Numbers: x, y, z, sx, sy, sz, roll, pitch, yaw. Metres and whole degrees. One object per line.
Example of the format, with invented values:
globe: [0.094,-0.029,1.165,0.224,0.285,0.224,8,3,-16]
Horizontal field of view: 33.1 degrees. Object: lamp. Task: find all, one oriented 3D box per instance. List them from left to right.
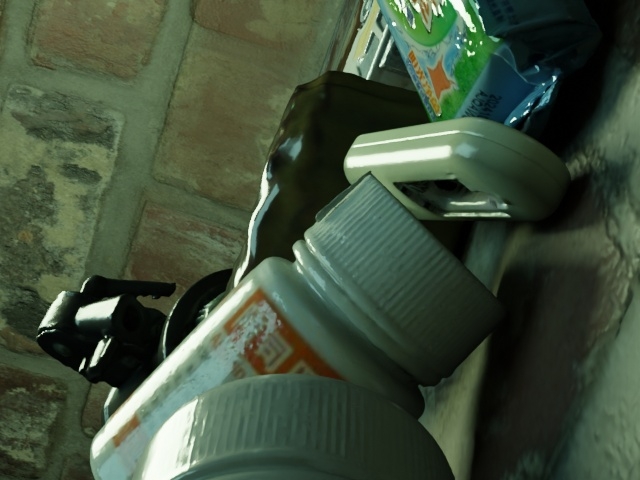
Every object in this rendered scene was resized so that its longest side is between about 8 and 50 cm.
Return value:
lamp: [-0.091,0.163,1.134,0.272,0.374,0.205,-19,39,41]

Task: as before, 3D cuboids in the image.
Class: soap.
soap: [0.086,-0.187,0.714,0.156,0.077,0.293,111,138,-68]

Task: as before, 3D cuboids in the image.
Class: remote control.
remote control: [0.079,-0.040,0.693,0.042,0.078,0.221,-62,19,-10]

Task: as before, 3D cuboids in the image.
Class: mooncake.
mooncake: [0.014,0.001,0.930,0.290,0.161,0.290,-162,90,-85]

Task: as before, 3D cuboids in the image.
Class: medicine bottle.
medicine bottle: [-0.019,0.221,0.438,0.340,0.208,0.208,-84,13,-61]
medicine bottle: [-0.013,0.087,0.674,0.252,0.144,0.144,-46,8,1]

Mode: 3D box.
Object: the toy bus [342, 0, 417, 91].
toy bus: [0.122,-0.285,1.068,0.138,0.097,0.343,-101,30,-62]
